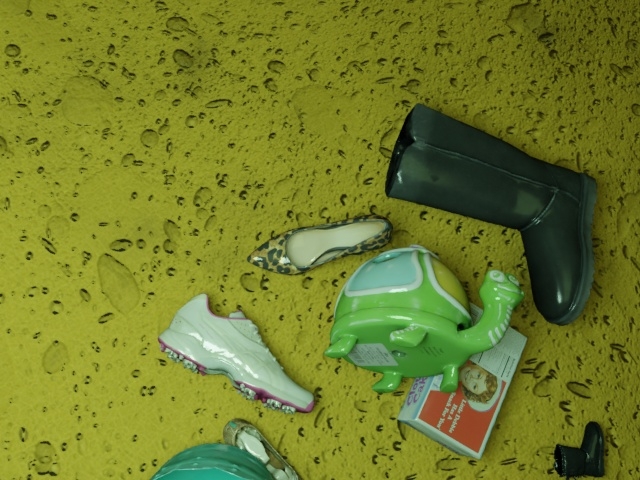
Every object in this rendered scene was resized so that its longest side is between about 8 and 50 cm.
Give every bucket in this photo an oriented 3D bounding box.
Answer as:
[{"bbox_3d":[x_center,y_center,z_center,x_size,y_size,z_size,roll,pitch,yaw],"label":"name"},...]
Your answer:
[{"bbox_3d":[-0.177,0.462,1.009,0.281,0.183,0.281,0,87,-3],"label":"bucket"}]

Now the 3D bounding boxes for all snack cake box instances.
[{"bbox_3d":[0.284,0.273,1.277,0.152,0.089,0.264,33,69,-8],"label":"snack cake box"}]

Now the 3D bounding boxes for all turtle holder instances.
[{"bbox_3d":[0.171,0.125,1.166,0.243,0.320,0.227,29,53,-21],"label":"turtle holder"}]

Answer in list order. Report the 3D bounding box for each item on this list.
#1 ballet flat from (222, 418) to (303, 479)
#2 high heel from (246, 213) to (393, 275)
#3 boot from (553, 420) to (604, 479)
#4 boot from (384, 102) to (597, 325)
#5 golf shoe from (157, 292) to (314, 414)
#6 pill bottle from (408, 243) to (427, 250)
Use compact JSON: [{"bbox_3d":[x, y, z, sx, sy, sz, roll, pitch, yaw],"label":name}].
[{"bbox_3d":[-0.095,0.402,1.141,0.206,0.067,0.073,45,66,-2],"label":"ballet flat"},{"bbox_3d":[0.000,0.000,1.211,0.261,0.186,0.093,-8,78,-18],"label":"high heel"},{"bbox_3d":[0.533,0.435,1.335,0.099,0.045,0.121,6,75,-12],"label":"boot"},{"bbox_3d":[0.347,-0.055,1.349,0.446,0.146,0.366,20,63,-14],"label":"boot"},{"bbox_3d":[-0.132,0.206,1.161,0.306,0.115,0.140,30,66,-8],"label":"golf shoe"},{"bbox_3d":[0.191,0.053,1.331,0.043,0.043,0.083,24,71,-9],"label":"pill bottle"}]
